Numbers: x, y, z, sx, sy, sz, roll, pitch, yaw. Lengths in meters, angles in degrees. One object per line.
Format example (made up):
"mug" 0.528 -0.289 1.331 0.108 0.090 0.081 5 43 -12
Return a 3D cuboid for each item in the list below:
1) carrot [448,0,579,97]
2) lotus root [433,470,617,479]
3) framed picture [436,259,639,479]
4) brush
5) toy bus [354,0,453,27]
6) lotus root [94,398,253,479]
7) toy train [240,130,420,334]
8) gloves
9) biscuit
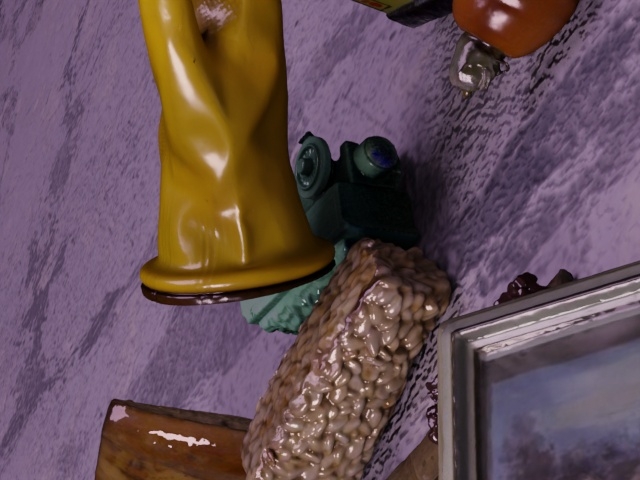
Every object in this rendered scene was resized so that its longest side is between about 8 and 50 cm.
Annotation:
"carrot" 0.153 -0.227 0.887 0.336 0.069 0.069 -63 23 7
"lotus root" 0.107 0.126 0.631 0.260 0.128 0.145 -38 31 53
"framed picture" 0.160 0.081 0.495 0.296 0.019 0.232 -20 51 27
"brush" 0.058 0.109 0.881 0.248 0.036 0.043 -56 23 35
"toy bus" 0.051 -0.293 1.009 0.138 0.175 0.288 -10 65 67
"lotus root" -0.084 0.155 1.095 0.159 0.135 0.095 141 142 -75
"toy train" 0.000 0.000 1.063 0.172 0.070 0.099 -45 45 50
"gloves" -0.068 -0.120 0.942 0.133 0.116 0.294 12 114 58
"biscuit" 0.014 0.079 0.964 0.168 0.070 0.082 -63 23 14
